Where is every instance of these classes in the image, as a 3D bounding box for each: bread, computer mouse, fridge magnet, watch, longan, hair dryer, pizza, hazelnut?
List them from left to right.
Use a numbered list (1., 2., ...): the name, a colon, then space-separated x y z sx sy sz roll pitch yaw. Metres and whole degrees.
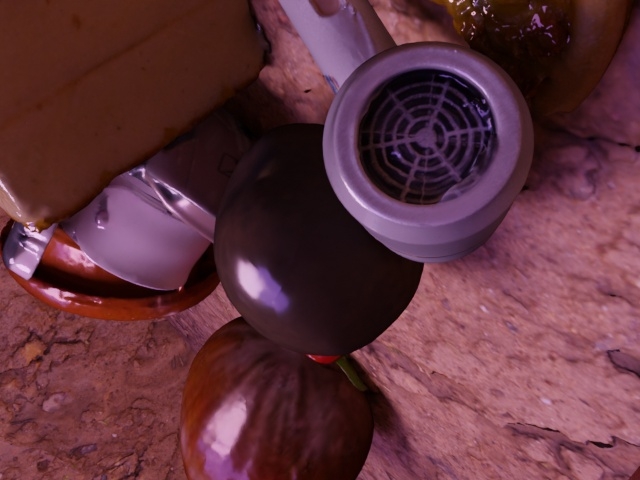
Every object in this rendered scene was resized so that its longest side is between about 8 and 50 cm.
1. bread: -0.245 -0.198 0.599 0.279 0.279 0.207 34 154 36
2. watch: -0.252 -0.020 0.831 0.231 0.196 0.244 33 -166 -23
3. fridge magnet: -0.335 0.002 1.105 0.364 0.364 0.155 35 122 35
4. computer mouse: -0.139 -0.109 0.781 0.199 0.115 0.389 44 -175 -31
5. hazelnut: -0.079 0.305 1.139 0.373 0.315 0.372 15 124 23
6. longan: 0.000 0.000 0.575 0.198 0.198 0.212 59 -173 -24
7. hair dryer: 0.001 -0.149 0.421 0.357 0.108 0.173 59 -175 11
8. pizza: 0.094 -0.138 0.340 0.134 0.046 0.175 25 149 48

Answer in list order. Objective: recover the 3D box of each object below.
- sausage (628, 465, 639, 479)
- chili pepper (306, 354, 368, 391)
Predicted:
1. sausage: 0.285 0.195 0.553 0.030 0.035 0.147 15 146 19
2. chili pepper: -0.053 0.068 0.976 0.368 0.092 0.137 49 180 21
